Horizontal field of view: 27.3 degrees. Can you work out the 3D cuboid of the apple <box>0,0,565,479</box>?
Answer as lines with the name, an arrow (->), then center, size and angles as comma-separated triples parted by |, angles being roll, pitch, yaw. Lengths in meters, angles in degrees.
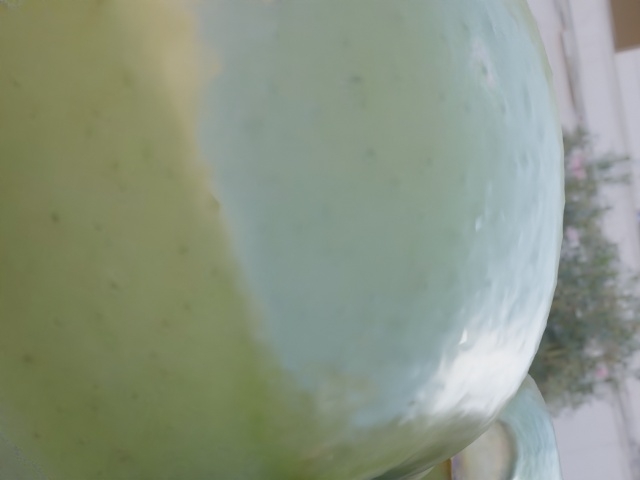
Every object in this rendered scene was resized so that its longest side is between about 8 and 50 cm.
apple -> -0.048, -0.023, 0.457 | 0.279, 0.279, 0.279 | -12, 90, -88

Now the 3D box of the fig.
fig -> 0.088, 0.171, 0.974 | 0.230, 0.207, 0.207 | 12, -61, 56
